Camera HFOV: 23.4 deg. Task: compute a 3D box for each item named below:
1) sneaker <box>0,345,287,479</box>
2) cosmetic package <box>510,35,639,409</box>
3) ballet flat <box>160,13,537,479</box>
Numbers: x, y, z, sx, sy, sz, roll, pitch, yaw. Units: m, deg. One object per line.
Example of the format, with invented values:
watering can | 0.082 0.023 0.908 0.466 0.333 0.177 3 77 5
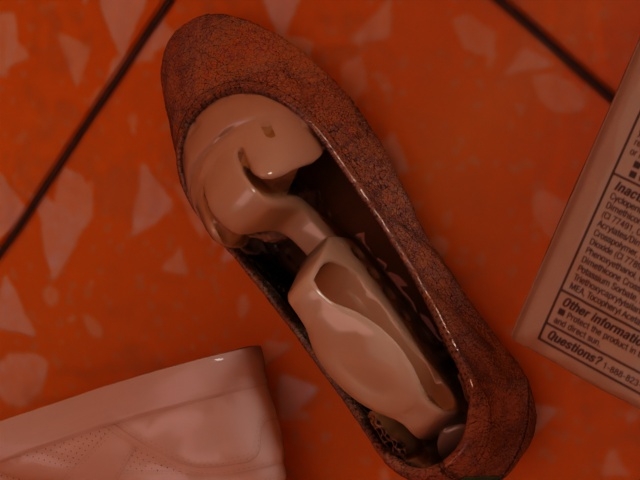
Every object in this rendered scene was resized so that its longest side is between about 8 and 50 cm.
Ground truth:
sneaker | -0.143 0.182 0.930 0.293 0.108 0.169 -19 85 27
cosmetic package | 0.223 -0.059 0.694 0.153 0.129 0.296 30 110 22
ballet flat | 0.000 0.000 0.830 0.107 0.106 0.316 -46 76 25
